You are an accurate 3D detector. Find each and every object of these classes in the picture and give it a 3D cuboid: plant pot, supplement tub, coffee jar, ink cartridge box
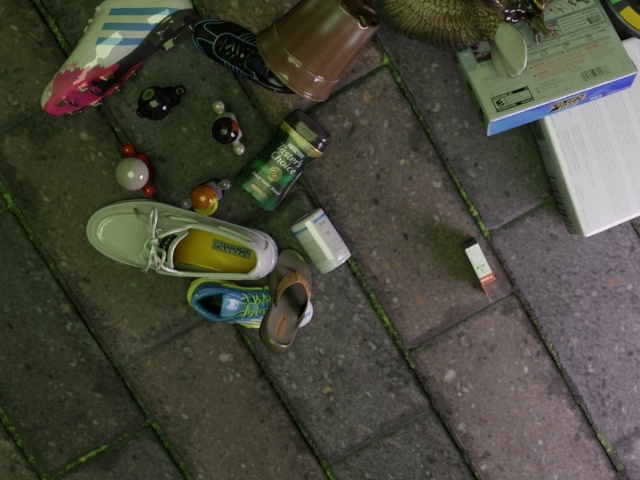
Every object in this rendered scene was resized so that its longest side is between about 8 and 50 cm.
[{"bbox_3d":[0.003,-0.358,1.768,0.167,0.167,0.165,43,119,-6],"label":"plant pot"},{"bbox_3d":[0.000,0.000,1.907,0.071,0.071,0.107,-32,99,7],"label":"supplement tub"},{"bbox_3d":[-0.068,-0.149,1.876,0.096,0.079,0.184,40,98,-6],"label":"coffee jar"},{"bbox_3d":[0.586,-0.218,1.861,0.385,0.091,0.308,-22,99,-6],"label":"ink cartridge box"},{"bbox_3d":[0.304,0.054,1.914,0.029,0.063,0.115,-27,99,8],"label":"ink cartridge box"}]

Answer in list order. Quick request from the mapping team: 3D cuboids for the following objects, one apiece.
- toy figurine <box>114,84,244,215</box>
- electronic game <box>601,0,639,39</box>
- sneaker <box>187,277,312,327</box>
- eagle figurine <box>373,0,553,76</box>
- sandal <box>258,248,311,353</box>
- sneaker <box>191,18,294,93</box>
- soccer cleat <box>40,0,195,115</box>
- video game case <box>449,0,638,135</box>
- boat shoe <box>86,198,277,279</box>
[{"bbox_3d":[-0.248,-0.164,1.842,0.210,0.148,0.213,22,100,-3],"label":"toy figurine"},{"bbox_3d":[0.585,-0.444,1.781,0.229,0.048,0.229,3,74,-12],"label":"electronic game"},{"bbox_3d":[-0.135,0.130,1.906,0.240,0.126,0.091,8,101,0],"label":"sneaker"},{"bbox_3d":[0.232,-0.415,1.665,0.298,0.225,0.226,14,110,-9],"label":"eagle figurine"},{"bbox_3d":[-0.058,0.104,1.872,0.090,0.219,0.060,30,138,-16],"label":"sandal"},{"bbox_3d":[-0.129,-0.333,1.837,0.232,0.090,0.081,24,100,-4],"label":"sneaker"},{"bbox_3d":[-0.379,-0.357,1.841,0.331,0.116,0.143,-34,80,6],"label":"soccer cleat"},{"bbox_3d":[0.369,-0.334,1.769,0.270,0.061,0.244,-19,69,-3],"label":"video game case"},{"bbox_3d":[-0.270,0.010,1.851,0.367,0.156,0.135,14,97,10],"label":"boat shoe"}]
